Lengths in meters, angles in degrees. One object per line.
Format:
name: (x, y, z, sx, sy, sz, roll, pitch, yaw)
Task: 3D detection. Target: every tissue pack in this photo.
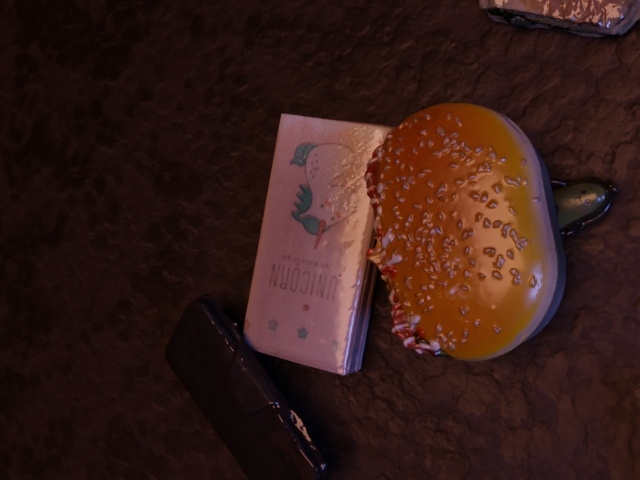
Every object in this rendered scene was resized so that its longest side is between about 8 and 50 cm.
tissue pack: (0.000, 0.000, 1.097, 0.170, 0.071, 0.325, 10, 90, 26)

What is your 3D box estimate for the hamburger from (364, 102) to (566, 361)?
hamburger: (0.163, -0.009, 0.950, 0.227, 0.151, 0.295, -20, 71, 43)

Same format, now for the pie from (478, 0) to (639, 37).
pie: (0.302, -0.339, 0.992, 0.218, 0.052, 0.185, 21, 96, 28)

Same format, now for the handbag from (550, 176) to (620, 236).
handbag: (0.296, -0.043, 0.968, 0.111, 0.047, 0.072, -23, 74, 26)

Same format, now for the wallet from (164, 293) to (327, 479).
wallet: (-0.108, 0.226, 1.112, 0.309, 0.042, 0.165, 51, 138, 22)
